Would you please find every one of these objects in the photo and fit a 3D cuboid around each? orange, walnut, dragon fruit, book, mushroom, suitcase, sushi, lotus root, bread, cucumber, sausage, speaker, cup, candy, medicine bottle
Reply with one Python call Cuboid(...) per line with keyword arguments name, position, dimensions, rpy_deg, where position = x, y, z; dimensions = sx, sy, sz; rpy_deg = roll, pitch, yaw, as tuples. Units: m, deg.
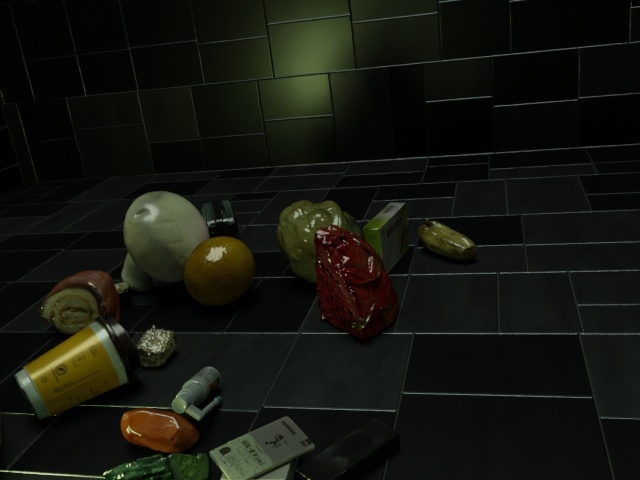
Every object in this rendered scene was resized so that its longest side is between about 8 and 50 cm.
Cuboid(name="orange", position=(-0.316, 0.096, 2.159), dimensions=(0.236, 0.236, 0.236), rpy_deg=(-7, 20, 2))
Cuboid(name="walnut", position=(-0.002, 0.000, 2.252), dimensions=(0.281, 0.253, 0.277), rpy_deg=(-9, 26, -13))
Cuboid(name="dragon fruit", position=(0.065, 0.116, 1.921), dimensions=(0.240, 0.330, 0.302), rpy_deg=(-28, 21, 6))
Cuboid(name="book", position=(-0.116, 0.418, 1.368), dimensions=(0.181, 0.014, 0.127), rpy_deg=(-19, 23, -25))
Cuboid(name="mushroom", position=(-0.511, 0.019, 2.270), dimensions=(0.315, 0.356, 0.315), rpy_deg=(10, 6, -1))
Cuboid(name="suitcase", position=(-0.365, -0.024, 2.520), dimensions=(0.128, 0.202, 0.312), rpy_deg=(-10, 21, -9))
Cuboid(name="sushi", position=(-0.687, 0.190, 2.238), dimensions=(0.150, 0.078, 0.090), rpy_deg=(-24, 26, -40))
Cuboid(name="lotus root", position=(0.425, 0.005, 2.325), dimensions=(0.110, 0.097, 0.258), rpy_deg=(-24, 33, -22))
Cuboid(name="bread", position=(-0.737, 0.193, 2.111), dimensions=(0.244, 0.190, 0.123), rpy_deg=(-5, 7, 15))
Cuboid(name="cucumber", position=(-0.324, 0.472, 1.358), dimensions=(0.192, 0.086, 0.115), rpy_deg=(-7, -24, 5))
Cuboid(name="sausage", position=(-0.358, 0.417, 1.507), dimensions=(0.179, 0.089, 0.089), rpy_deg=(5, 23, 13))
Cuboid(name="speaker", position=(0.058, 0.436, 1.362), dimensions=(0.218, 0.044, 0.082), rpy_deg=(-23, 25, -36))
Cuboid(name="cup", position=(-0.606, 0.323, 1.722), dimensions=(0.279, 0.197, 0.196), rpy_deg=(-29, 28, -26))
Cuboid(name="candy", position=(-0.451, 0.292, 1.878), dimensions=(0.095, 0.085, 0.110), rpy_deg=(3, 32, 9))
Cuboid(name="medicine bottle", position=(-0.281, 0.362, 1.604), dimensions=(0.092, 0.061, 0.220), rpy_deg=(35, 9, 5))

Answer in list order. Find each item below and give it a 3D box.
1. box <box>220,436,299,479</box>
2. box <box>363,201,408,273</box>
Cuboid(name="box", position=(-0.117, 0.453, 1.370), dimensions=(0.129, 0.051, 0.130), rpy_deg=(-3, 20, 11))
Cuboid(name="box", position=(0.224, -0.005, 2.301), dimensions=(0.062, 0.175, 0.260), rpy_deg=(5, 24, 27))
